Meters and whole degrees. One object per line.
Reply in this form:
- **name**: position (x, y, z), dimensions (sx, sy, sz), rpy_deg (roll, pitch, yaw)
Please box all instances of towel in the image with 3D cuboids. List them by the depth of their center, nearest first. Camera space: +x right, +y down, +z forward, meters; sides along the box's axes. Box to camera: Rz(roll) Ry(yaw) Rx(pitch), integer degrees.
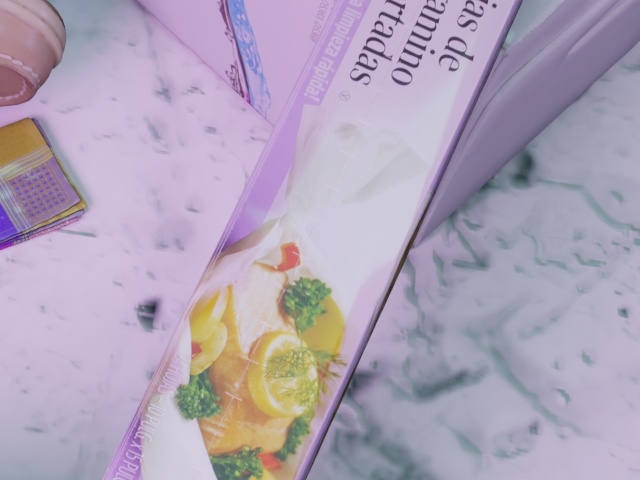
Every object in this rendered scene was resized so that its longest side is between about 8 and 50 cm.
- **towel**: position (-0.159, -0.023, 0.926), dimensions (0.083, 0.009, 0.060), rpy_deg (-22, 70, -20)

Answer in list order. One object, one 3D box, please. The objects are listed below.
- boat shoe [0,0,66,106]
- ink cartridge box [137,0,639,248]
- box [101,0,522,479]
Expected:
- **boat shoe**: position (-0.267, -0.074, 0.881), dimensions (0.302, 0.109, 0.098), rpy_deg (3, 68, -3)
- **ink cartridge box**: position (0.029, -0.179, 0.935), dimensions (0.270, 0.197, 0.198), rpy_deg (43, 64, 11)
- **box**: position (0.000, 0.000, 0.717), dimensions (0.063, 0.067, 0.324), rpy_deg (24, 69, 3)
